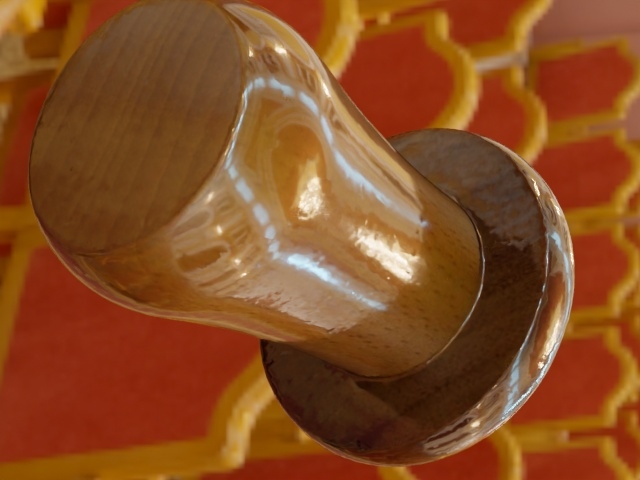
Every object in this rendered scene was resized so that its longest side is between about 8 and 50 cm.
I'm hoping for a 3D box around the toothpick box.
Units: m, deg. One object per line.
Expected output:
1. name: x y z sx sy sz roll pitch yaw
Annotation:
1. toothpick box: 0.000 0.000 0.854 0.294 0.192 0.192 31 58 -48
